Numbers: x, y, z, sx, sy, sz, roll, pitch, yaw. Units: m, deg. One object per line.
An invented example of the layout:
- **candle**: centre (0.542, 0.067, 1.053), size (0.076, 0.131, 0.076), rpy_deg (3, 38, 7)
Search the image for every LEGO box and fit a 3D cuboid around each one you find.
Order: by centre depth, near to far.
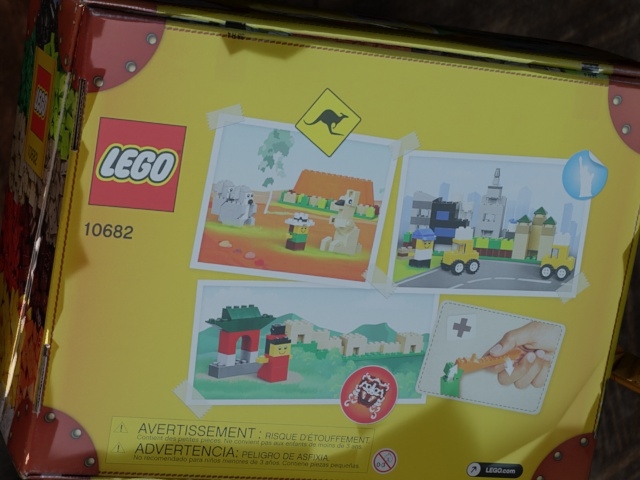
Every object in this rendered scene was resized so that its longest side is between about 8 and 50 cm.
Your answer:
- **LEGO box**: centre (0.000, 0.000, 1.442), size (0.500, 0.193, 0.372), rpy_deg (5, 103, -21)

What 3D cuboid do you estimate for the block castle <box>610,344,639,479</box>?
- **block castle**: centre (0.189, 0.288, 1.725), size (0.453, 0.303, 0.213), rpy_deg (-60, 157, -5)
